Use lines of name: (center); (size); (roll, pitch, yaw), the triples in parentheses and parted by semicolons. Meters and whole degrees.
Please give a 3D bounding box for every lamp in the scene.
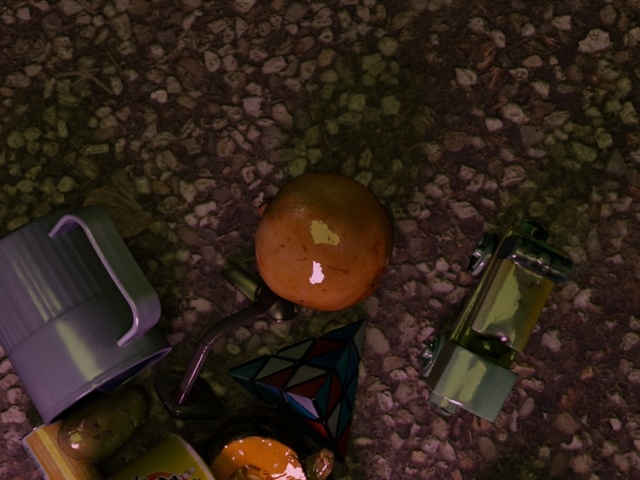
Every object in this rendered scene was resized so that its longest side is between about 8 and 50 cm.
lamp: (-0.201, 0.175, 1.741); (0.124, 0.203, 0.283); (29, 101, -42)

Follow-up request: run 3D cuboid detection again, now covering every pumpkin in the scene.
pumpkin: (-0.063, 0.442, 1.686); (0.221, 0.139, 0.317); (-30, 101, 3)

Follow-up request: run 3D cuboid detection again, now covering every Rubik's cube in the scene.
Rubik's cube: (0.037, 0.257, 1.765); (0.250, 0.284, 0.234); (49, 65, -21)

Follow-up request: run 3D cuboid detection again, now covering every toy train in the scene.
toy train: (0.312, 0.142, 1.681); (0.160, 0.253, 0.397); (28, 88, 1)

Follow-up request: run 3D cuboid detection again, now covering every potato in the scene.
potato: (-0.395, 0.338, 1.732); (0.188, 0.085, 0.105); (-36, 115, -34)

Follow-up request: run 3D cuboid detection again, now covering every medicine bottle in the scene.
medicine bottle: (-0.400, 0.518, 1.731); (0.108, 0.108, 0.426); (-34, 86, -2)

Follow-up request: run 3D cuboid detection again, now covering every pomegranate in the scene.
pomegranate: (0.000, 0.000, 1.689); (0.264, 0.264, 0.265); (0, 86, 0)

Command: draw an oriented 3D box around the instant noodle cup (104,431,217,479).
instant noodle cup: (-0.287, 0.489, 1.605); (0.200, 0.264, 0.264); (-25, 86, -33)

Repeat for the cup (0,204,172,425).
cup: (-0.447, 0.121, 1.651); (0.256, 0.331, 0.311); (-31, 84, -20)
